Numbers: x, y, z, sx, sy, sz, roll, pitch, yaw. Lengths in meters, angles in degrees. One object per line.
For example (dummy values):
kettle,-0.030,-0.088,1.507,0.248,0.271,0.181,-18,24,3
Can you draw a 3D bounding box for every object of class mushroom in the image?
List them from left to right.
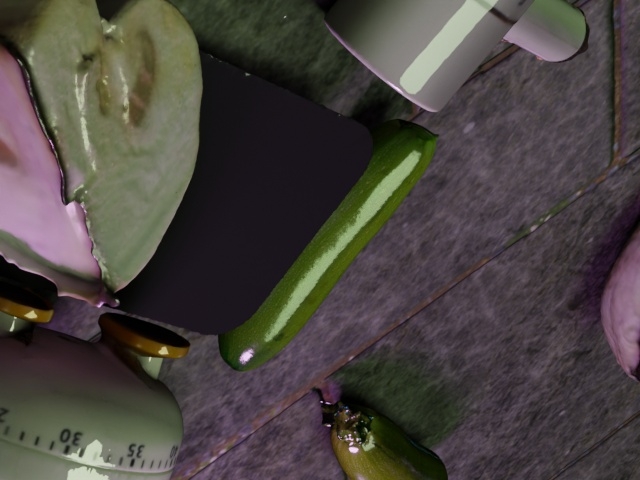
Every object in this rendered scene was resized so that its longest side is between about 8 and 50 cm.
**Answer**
mushroom,-0.196,-0.106,1.278,0.173,0.162,0.236,-55,144,-41
mushroom,0.448,0.016,2.174,0.247,0.130,0.344,-27,152,-54

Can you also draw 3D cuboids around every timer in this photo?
timer,-0.234,0.166,1.444,0.233,0.233,0.240,16,95,-56

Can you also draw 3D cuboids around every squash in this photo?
squash,-0.002,-0.001,1.660,0.292,0.082,0.082,-52,149,13
squash,0.072,0.249,2.065,0.087,0.087,0.331,-43,150,1

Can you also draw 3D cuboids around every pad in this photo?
pad,-0.126,-0.085,1.469,0.375,0.063,0.315,21,114,-46

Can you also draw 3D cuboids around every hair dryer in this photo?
hair dryer,0.162,-0.207,1.573,0.203,0.128,0.362,-50,157,13
